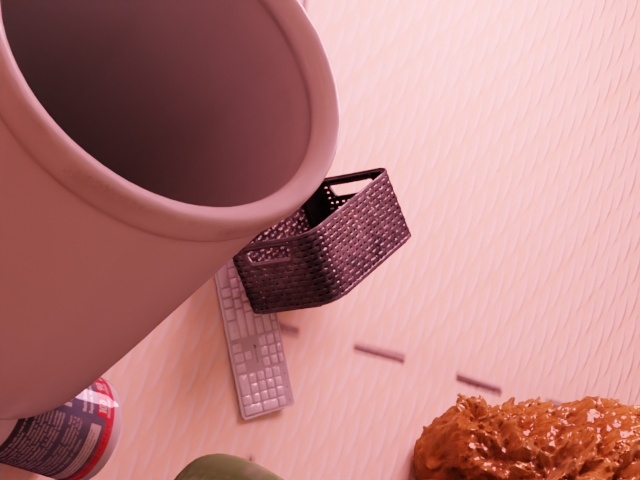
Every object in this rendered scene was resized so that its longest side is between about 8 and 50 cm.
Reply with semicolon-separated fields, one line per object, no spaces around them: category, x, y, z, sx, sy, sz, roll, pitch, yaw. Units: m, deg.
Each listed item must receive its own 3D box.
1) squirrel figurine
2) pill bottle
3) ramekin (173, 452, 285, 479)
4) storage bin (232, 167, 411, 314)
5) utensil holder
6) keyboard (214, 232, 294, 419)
squirrel figurine;0.254;0.338;2.175;0.281;0.370;0.397;30;64;-37
pill bottle;-0.286;0.157;1.862;0.180;0.108;0.108;23;69;-40
ramekin;-0.084;0.370;1.906;0.148;0.303;0.303;-34;108;-34
storage bin;0.000;0.000;2.134;0.180;0.122;0.084;-38;113;-49
utensil holder;-0.222;-0.061;1.701;0.327;0.385;0.328;21;49;-26
keyboard;-0.081;0.061;2.139;0.072;0.014;0.256;-14;94;-44
